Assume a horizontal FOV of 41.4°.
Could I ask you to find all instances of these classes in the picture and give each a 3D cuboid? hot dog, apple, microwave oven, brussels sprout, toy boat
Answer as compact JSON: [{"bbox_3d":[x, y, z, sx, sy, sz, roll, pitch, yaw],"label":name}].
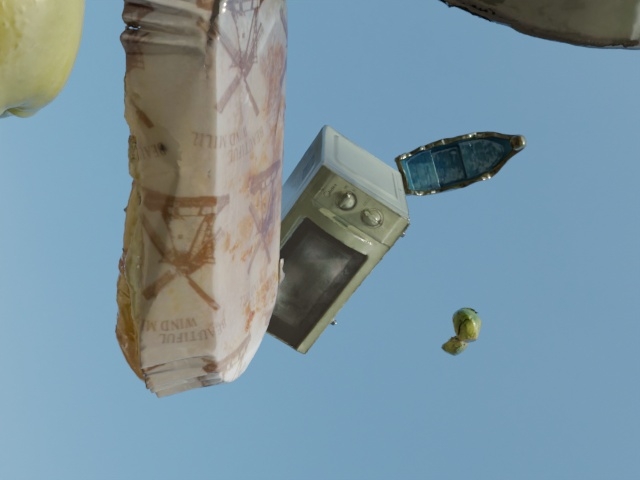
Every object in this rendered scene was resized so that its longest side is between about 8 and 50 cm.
[{"bbox_3d":[-0.061,-0.037,0.445,0.069,0.131,0.253,11,-65,16],"label":"hot dog"},{"bbox_3d":[-0.270,-0.181,0.642,0.200,0.200,0.200,7,-78,39],"label":"apple"},{"bbox_3d":[0.000,0.000,0.965,0.129,0.163,0.205,33,-68,-11],"label":"microwave oven"},{"bbox_3d":[0.224,0.148,1.339,0.051,0.046,0.083,-115,-142,-61],"label":"brussels sprout"},{"bbox_3d":[0.197,-0.112,1.194,0.185,0.077,0.075,-14,-91,-5],"label":"toy boat"}]

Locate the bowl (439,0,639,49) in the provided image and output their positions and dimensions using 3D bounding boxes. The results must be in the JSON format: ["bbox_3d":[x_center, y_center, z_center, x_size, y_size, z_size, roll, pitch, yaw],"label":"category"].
[{"bbox_3d":[0.224,-0.336,0.731,0.354,0.353,0.185,40,-39,28],"label":"bowl"}]
